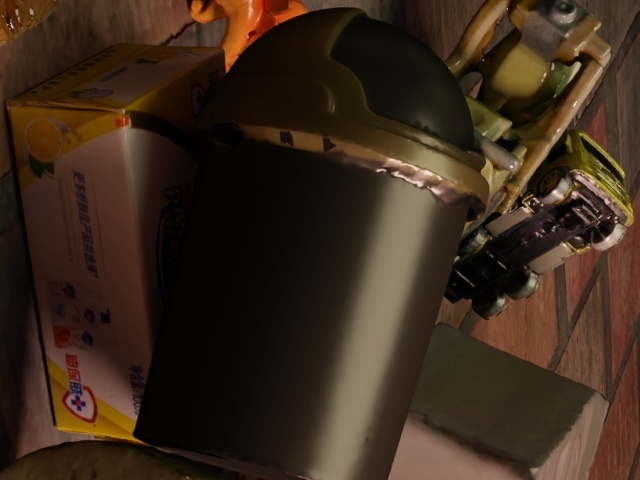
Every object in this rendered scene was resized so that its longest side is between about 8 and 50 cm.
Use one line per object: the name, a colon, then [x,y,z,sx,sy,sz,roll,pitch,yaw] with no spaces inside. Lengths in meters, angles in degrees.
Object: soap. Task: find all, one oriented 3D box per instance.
soap: [0.157,0.290,1.670,0.435,0.213,0.350,-27,132,-66]

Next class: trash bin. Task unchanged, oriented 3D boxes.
trash bin: [0.000,0.000,1.049,0.214,0.214,0.333,41,60,-63]

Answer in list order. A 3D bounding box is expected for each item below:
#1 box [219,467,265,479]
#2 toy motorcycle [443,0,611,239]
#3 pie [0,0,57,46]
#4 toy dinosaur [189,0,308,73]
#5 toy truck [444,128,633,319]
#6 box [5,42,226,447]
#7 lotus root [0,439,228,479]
box: [-0.019,0.248,1.358,0.210,0.129,0.148,-87,166,-47]
toy motorcycle: [0.177,-0.129,1.695,0.410,0.169,0.237,-50,170,-26]
pie: [-0.216,-0.209,0.956,0.195,0.046,0.195,6,90,-67]
toy dinosaur: [-0.060,-0.221,1.243,0.070,0.117,0.288,-38,126,-62]
toy truck: [0.247,-0.029,1.856,0.124,0.272,0.157,39,37,-25]
box: [-0.134,0.000,1.127,0.168,0.097,0.265,-42,132,-60]
lotus root: [-0.163,0.222,1.005,0.235,0.138,0.119,-51,162,6]
